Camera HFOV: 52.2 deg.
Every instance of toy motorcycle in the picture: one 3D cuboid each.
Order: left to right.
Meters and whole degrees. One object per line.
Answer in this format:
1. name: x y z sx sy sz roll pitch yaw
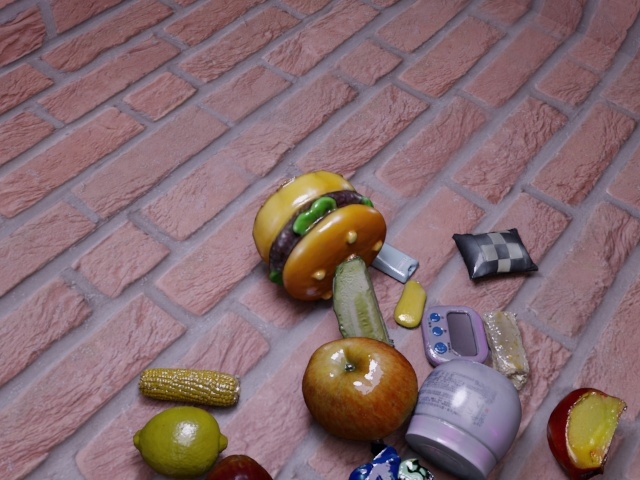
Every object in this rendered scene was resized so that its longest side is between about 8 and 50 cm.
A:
1. toy motorcycle: 0.118 0.638 1.663 0.331 0.125 0.196 -26 50 -14

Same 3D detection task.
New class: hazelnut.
1. hazelnut: -0.220 0.650 1.612 0.230 0.229 0.229 2 53 -3

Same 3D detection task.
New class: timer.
1. timer: 0.406 0.298 1.996 0.191 0.069 0.208 1 52 -4

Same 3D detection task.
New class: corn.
1. corn: -0.368 0.405 1.835 0.293 0.106 0.106 7 53 -1

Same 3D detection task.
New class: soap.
1. soap: 0.290 0.203 2.079 0.089 0.033 0.168 22 55 9

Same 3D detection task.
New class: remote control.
1. remote control: 0.184 0.031 2.189 0.293 0.051 0.103 31 57 16

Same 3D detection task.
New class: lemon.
1. lemon: -0.366 0.523 1.699 0.249 0.184 0.184 2 53 -4

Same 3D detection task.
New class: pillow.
1. pillow: 0.580 0.043 2.177 0.250 0.106 0.185 -5 55 -14

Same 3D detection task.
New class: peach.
1. peach: 0.702 0.532 1.796 0.159 0.154 0.267 29 65 5

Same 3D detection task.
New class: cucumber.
1. cucumber: 0.110 0.186 1.920 0.145 0.325 0.105 -16 22 4

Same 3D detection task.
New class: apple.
1. apple: 0.095 0.387 1.757 0.309 0.250 0.277 -29 28 23

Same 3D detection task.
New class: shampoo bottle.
1. shampoo bottle: 0.379 0.476 1.737 0.273 0.273 0.266 27 66 15

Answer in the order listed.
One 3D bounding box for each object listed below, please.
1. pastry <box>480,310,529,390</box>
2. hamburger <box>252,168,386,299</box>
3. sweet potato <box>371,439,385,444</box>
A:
1. pastry: 0.556 0.327 1.981 0.122 0.089 0.258 -4 50 8
2. hamburger: 0.000 0.000 1.993 0.396 0.395 0.277 -27 58 -22
3. sweet potato: 0.168 0.586 1.782 0.044 0.044 0.179 -8 61 -10
